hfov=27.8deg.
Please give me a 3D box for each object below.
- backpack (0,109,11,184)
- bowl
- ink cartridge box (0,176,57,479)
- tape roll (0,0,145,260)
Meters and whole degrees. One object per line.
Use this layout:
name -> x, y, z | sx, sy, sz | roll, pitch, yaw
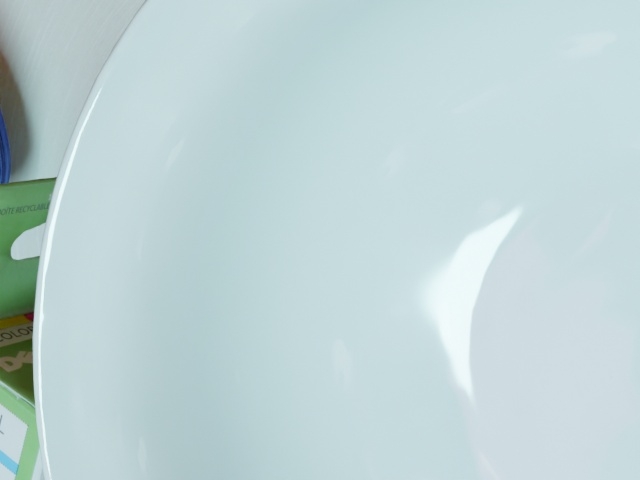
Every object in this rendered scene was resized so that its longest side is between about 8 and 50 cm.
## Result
backpack -> -0.187, -0.034, 0.552 | 0.114, 0.084, 0.105 | -29, 77, 22
bowl -> 0.072, 0.043, 0.348 | 0.298, 0.134, 0.298 | 6, 101, 34
ink cartridge box -> -0.090, 0.081, 0.486 | 0.062, 0.109, 0.209 | 28, 112, 29
tape roll -> 0.000, 0.000, 0.521 | 0.392, 0.072, 0.392 | 5, 99, 36
